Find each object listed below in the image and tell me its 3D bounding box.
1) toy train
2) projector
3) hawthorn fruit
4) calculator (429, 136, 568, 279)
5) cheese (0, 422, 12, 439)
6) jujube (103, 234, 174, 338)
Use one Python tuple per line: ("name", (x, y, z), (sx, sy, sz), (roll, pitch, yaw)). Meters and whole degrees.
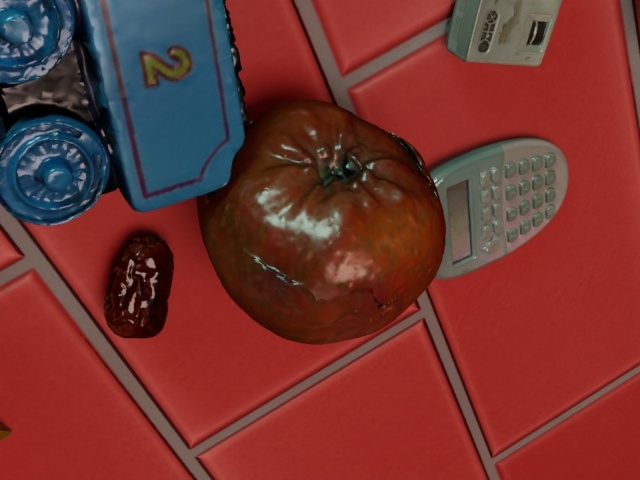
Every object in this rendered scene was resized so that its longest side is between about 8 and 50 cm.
("toy train", (-0.210, -0.168, 0.864), (0.265, 0.188, 0.300), (-21, 126, -20))
("projector", (0.220, -0.285, 1.079), (0.115, 0.061, 0.147), (-1, 120, -25))
("hawthorn fruit", (0.000, 0.000, 1.046), (0.276, 0.276, 0.307), (-22, 156, -13))
("calculator", (0.211, -0.042, 1.245), (0.295, 0.042, 0.184), (-22, 127, -16))
("cheese", (-0.439, 0.227, 1.067), (0.093, 0.126, 0.171), (-39, 148, -7))
("jujube", (-0.210, 0.055, 1.072), (0.077, 0.077, 0.129), (4, 112, -29))
